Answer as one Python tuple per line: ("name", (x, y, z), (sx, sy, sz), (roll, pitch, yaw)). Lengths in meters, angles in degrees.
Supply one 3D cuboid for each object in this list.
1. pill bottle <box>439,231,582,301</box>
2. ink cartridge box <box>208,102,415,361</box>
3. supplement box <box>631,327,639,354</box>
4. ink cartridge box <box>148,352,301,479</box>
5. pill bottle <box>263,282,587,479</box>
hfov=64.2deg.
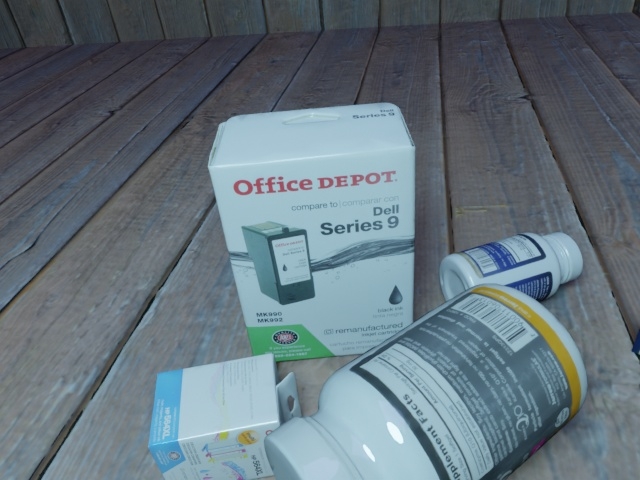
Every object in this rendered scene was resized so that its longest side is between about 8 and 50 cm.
("pill bottle", (0.255, 0.043, 0.682), (0.170, 0.094, 0.094), (-15, 36, -12))
("ink cartridge box", (0.000, 0.000, 0.615), (0.211, 0.289, 0.121), (-6, 35, 2))
("supplement box", (0.429, 0.107, 0.595), (0.083, 0.056, 0.083), (-33, 43, -32))
("ink cartridge box", (-0.092, 0.189, 0.536), (0.143, 0.092, 0.090), (-9, 36, -3))
("pill bottle", (0.099, 0.166, 0.479), (0.279, 0.162, 0.162), (-27, 40, -24))
